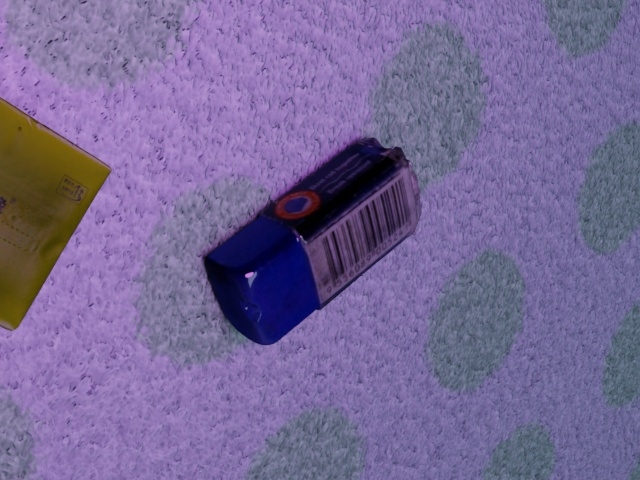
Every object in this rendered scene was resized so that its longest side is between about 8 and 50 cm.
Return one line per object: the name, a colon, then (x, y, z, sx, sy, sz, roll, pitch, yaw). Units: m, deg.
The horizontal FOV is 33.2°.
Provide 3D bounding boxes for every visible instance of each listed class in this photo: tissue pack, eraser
tissue pack: (-0.384, -0.064, 1.044, 0.274, 0.167, 0.200, 36, 80, -47)
eraser: (0.000, 0.000, 1.507, 0.332, 0.101, 0.155, -38, 131, -27)
